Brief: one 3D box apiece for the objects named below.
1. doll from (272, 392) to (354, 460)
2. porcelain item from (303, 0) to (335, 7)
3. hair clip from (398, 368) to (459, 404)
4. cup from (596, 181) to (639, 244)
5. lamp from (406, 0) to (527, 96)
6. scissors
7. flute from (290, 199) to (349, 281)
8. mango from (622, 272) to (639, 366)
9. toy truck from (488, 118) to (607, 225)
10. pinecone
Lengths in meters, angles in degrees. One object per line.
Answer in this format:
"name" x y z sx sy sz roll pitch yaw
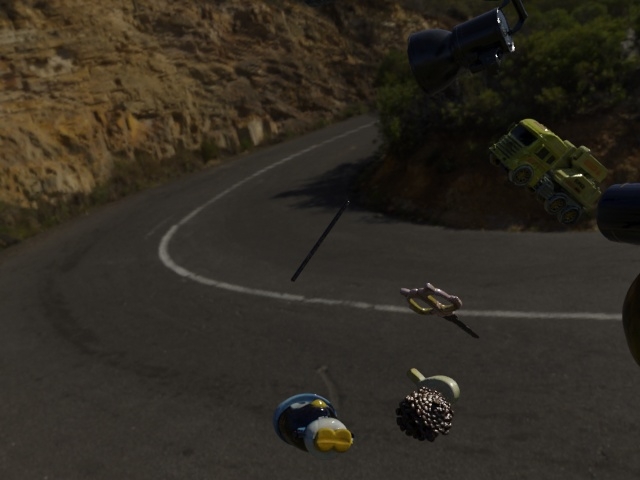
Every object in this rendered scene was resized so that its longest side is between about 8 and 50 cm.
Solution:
"doll" -0.022 0.473 1.488 0.177 0.141 0.314 10 -7 -21
"porcelain item" 0.002 -0.845 1.877 0.114 0.147 0.147 -2 17 36
"hair clip" 0.283 0.410 1.528 0.071 0.159 0.218 -5 -25 -32
"cup" 0.899 -0.043 1.510 0.178 0.255 0.256 -53 23 -13
"lamp" 0.317 -0.409 1.228 0.227 0.147 0.172 -14 50 35
"scissors" 0.354 0.205 1.618 0.160 0.317 0.024 -18 46 42
"flute" 0.000 0.000 1.548 0.269 0.014 0.014 -55 23 -10
"mango" 0.711 0.153 1.234 0.133 0.268 0.111 -18 27 -40
"toy truck" 0.518 -0.161 1.289 0.157 0.272 0.124 -49 29 18
"pinecone" 0.190 0.323 1.082 0.102 0.102 0.109 -22 4 -34
